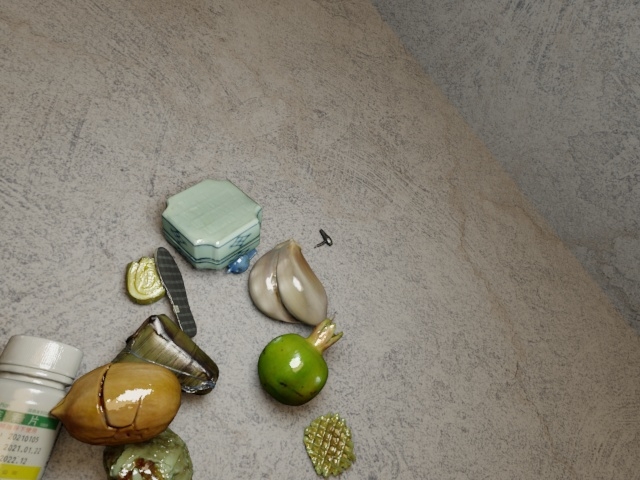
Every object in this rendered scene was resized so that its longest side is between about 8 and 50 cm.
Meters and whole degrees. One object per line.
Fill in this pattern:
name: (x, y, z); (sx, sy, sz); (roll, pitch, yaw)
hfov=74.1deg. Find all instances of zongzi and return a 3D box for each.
zongzi: (-0.480, 0.402, 1.222); (0.286, 0.138, 0.300); (48, 70, -7)

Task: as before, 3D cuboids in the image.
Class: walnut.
walnut: (-0.499, 0.411, 1.057); (0.297, 0.203, 0.203); (1, 66, -32)

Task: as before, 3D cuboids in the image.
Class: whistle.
whistle: (-0.279, 0.062, 1.491); (0.090, 0.090, 0.158); (41, 57, -3)

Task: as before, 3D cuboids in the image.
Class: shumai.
shumai: (-0.439, 0.594, 1.088); (0.256, 0.218, 0.189); (46, 69, 1)

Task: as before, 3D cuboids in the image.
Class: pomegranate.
pomegranate: (-0.055, 0.376, 1.349); (0.302, 0.236, 0.236); (-42, 88, -6)

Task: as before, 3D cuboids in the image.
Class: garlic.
garlic: (-0.107, 0.192, 1.482); (0.231, 0.246, 0.340); (-29, 98, 11)

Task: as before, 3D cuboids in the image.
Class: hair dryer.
hair dryer: (0.000, 0.000, 1.690); (0.083, 0.031, 0.079); (-29, 71, -25)

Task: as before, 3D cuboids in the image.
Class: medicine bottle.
medicine bottle: (-0.735, 0.419, 1.031); (0.208, 0.208, 0.340); (18, 61, -17)

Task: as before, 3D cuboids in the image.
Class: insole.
insole: (-0.462, 0.164, 1.359); (0.310, 0.012, 0.110); (69, 16, 12)

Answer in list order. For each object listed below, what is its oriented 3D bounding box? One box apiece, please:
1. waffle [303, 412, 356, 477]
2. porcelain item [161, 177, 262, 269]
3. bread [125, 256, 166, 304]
waffle: (0.033, 0.663, 1.382); (0.169, 0.036, 0.184); (-14, 74, -31)
porcelain item: (-0.360, -0.055, 1.428); (0.281, 0.157, 0.286); (38, 53, 21)
bread: (-0.553, 0.125, 1.344); (0.117, 0.064, 0.156); (3, 64, -29)
